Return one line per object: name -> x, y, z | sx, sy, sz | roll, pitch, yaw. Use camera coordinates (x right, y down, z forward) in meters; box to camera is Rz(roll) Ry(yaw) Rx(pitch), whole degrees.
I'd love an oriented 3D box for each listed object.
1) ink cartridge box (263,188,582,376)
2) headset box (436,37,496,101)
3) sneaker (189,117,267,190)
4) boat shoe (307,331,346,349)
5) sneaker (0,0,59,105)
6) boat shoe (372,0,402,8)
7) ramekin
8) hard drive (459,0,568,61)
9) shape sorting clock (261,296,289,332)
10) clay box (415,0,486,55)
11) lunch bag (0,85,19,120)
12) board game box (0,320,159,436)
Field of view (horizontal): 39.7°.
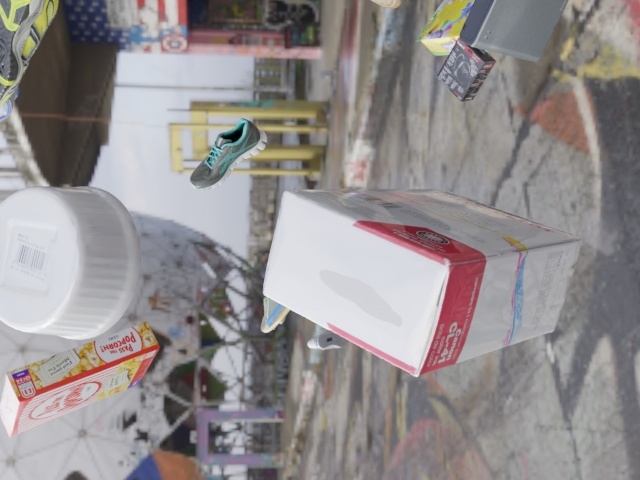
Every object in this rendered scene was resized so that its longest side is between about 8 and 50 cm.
ink cartridge box -> 0.122, 0.030, 1.001 | 0.226, 0.306, 0.131 | 24, 107, 37
headset box -> 0.220, -0.261, 1.331 | 0.062, 0.032, 0.083 | 50, 133, 26
sneaker -> -0.179, -0.162, 1.613 | 0.065, 0.166, 0.076 | 45, 174, 33
boat shoe -> 0.012, 0.198, 1.734 | 0.100, 0.035, 0.035 | -5, -99, -54
sneaker -> -0.575, -0.392, 1.672 | 0.385, 0.145, 0.147 | -51, -5, 29
boat shoe -> 0.047, -0.353, 1.052 | 0.059, 0.170, 0.063 | -54, 21, -20
ramekin -> -0.462, 0.035, 1.540 | 0.135, 0.277, 0.277 | 9, -100, -61
hard drive -> 0.193, -0.225, 0.850 | 0.022, 0.135, 0.094 | 37, 115, 31
shape sorting clock -> -0.057, 0.096, 1.764 | 0.206, 0.040, 0.206 | -52, 16, 21
clay box -> 0.280, -0.414, 1.668 | 0.127, 0.053, 0.222 | -54, 25, -8
lunch bag -> -0.809, -0.374, 1.929 | 0.115, 0.243, 0.303 | -98, -14, -50
board game box -> -0.325, 0.185, 1.187 | 0.045, 0.193, 0.147 | 60, 147, 16
